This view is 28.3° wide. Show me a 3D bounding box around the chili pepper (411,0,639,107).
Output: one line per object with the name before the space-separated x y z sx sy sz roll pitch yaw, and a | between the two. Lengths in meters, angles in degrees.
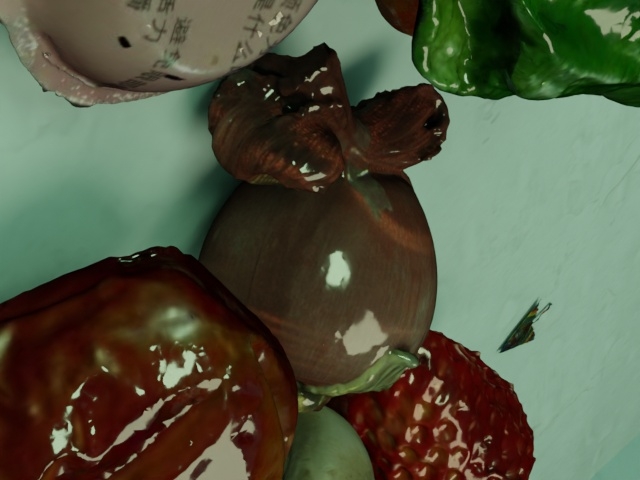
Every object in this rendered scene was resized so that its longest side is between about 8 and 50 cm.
chili pepper | 0.133 -0.172 0.602 0.167 0.213 0.385 -17 166 26

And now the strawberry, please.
strawberry | 0.085 0.161 1.135 0.205 0.205 0.244 -38 142 -14

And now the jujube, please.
jujube | -0.163 0.147 0.660 0.342 0.216 0.216 -39 156 -9

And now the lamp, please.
lamp | -0.011 0.002 0.779 0.215 0.151 0.223 -6 93 -63

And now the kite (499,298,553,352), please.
kite | 0.245 0.106 1.514 0.090 0.004 0.122 -41 157 -9

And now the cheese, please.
cheese | -0.078 -0.128 0.516 0.286 0.074 0.189 -7 137 -49

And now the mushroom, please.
mushroom | -0.063 0.221 0.999 0.209 0.206 0.206 5 130 -32

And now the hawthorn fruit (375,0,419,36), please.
hawthorn fruit | 0.066 -0.134 0.704 0.066 0.103 0.067 -18 150 -11
